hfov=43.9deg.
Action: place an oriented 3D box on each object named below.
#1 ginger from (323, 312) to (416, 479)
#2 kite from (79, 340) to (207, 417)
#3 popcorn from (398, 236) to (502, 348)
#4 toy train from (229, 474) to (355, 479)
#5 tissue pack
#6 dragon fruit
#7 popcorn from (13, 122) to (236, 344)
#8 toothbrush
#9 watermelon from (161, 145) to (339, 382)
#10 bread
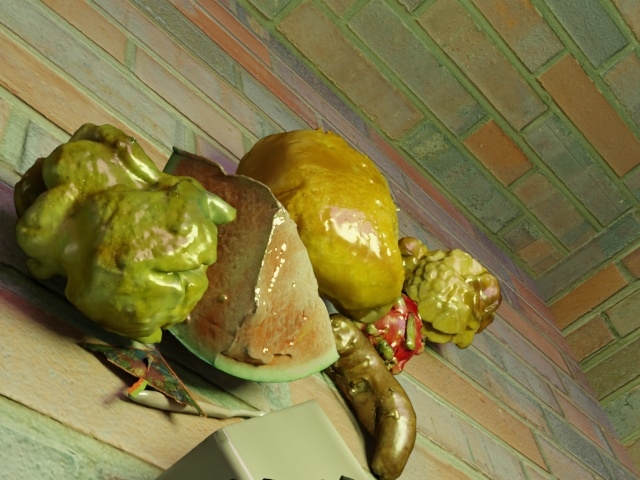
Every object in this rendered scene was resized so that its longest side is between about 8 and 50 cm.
[{"bbox_3d":[0.089,0.274,1.440,0.309,0.107,0.133,59,14,17],"label":"ginger"},{"bbox_3d":[-0.225,0.170,1.028,0.190,0.010,0.159,32,11,-12],"label":"kite"},{"bbox_3d":[0.291,0.135,1.980,0.332,0.225,0.265,37,40,-10],"label":"popcorn"},{"bbox_3d":[-0.048,0.380,0.691,0.232,0.163,0.369,26,67,-18],"label":"toy train"},{"bbox_3d":[-0.074,0.301,0.955,0.136,0.159,0.246,55,21,17],"label":"tissue pack"},{"bbox_3d":[0.142,0.191,1.638,0.172,0.160,0.166,-99,-173,-48],"label":"dragon fruit"},{"bbox_3d":[-0.253,-0.007,1.011,0.276,0.225,0.276,32,-3,2],"label":"popcorn"},{"bbox_3d":[-0.148,0.239,1.100,0.307,0.025,0.029,27,38,-50],"label":"toothbrush"},{"bbox_3d":[-0.159,0.066,1.174,0.222,0.292,0.319,-40,133,-36],"label":"watermelon"},{"bbox_3d":[0.022,-0.032,1.511,0.361,0.250,0.394,28,20,-19],"label":"bread"}]
